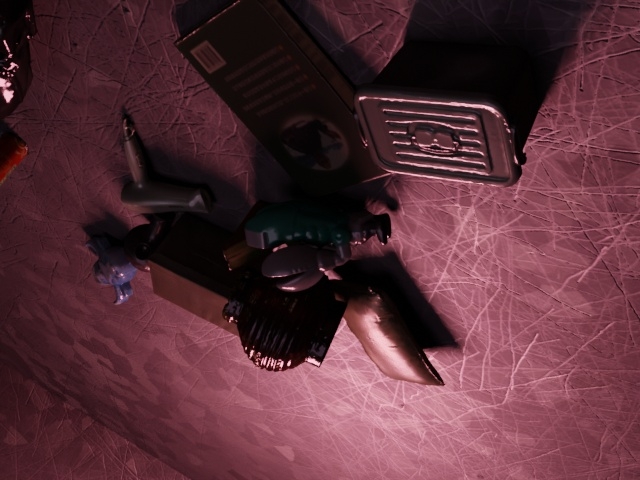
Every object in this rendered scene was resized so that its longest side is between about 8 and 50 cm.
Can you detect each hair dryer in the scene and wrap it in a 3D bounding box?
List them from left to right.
[{"bbox_3d":[-0.342,-0.154,1.836,0.206,0.075,0.237,3,130,29],"label":"hair dryer"}]

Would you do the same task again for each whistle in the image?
[{"bbox_3d":[-0.517,0.066,2.248,0.269,0.093,0.180,-24,94,54],"label":"whistle"}]

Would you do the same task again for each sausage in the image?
[{"bbox_3d":[-0.768,-0.131,2.040,0.083,0.264,0.083,20,148,13],"label":"sausage"}]

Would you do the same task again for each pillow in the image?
[{"bbox_3d":[0.127,0.190,1.852,0.185,0.075,0.302,8,140,50],"label":"pillow"}]

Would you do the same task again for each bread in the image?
[{"bbox_3d":[-0.118,0.001,1.754,0.084,0.139,0.074,19,145,22],"label":"bread"}]

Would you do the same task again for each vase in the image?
[{"bbox_3d":[-0.370,-0.012,2.006,0.120,0.120,0.183,31,131,3],"label":"vase"}]

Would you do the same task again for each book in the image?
[{"bbox_3d":[-0.053,-0.230,1.479,0.371,0.043,0.260,48,148,-20],"label":"book"}]

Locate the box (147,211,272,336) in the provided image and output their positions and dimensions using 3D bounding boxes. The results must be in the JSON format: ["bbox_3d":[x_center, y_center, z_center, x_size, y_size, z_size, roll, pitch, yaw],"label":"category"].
[{"bbox_3d":[-0.235,0.073,1.947,0.231,0.149,0.155,24,147,14],"label":"box"}]

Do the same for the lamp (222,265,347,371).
[{"bbox_3d":[-0.073,0.144,1.761,0.247,0.247,0.247,23,147,16],"label":"lamp"}]

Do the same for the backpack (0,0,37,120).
[{"bbox_3d":[-0.673,-0.392,1.621,0.363,0.255,0.446,33,152,13],"label":"backpack"}]

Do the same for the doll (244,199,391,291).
[{"bbox_3d":[-0.012,0.006,1.621,0.258,0.195,0.153,11,114,43],"label":"doll"}]

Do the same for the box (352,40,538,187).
[{"bbox_3d":[0.181,-0.182,1.244,0.243,0.135,0.163,10,143,32],"label":"box"}]
